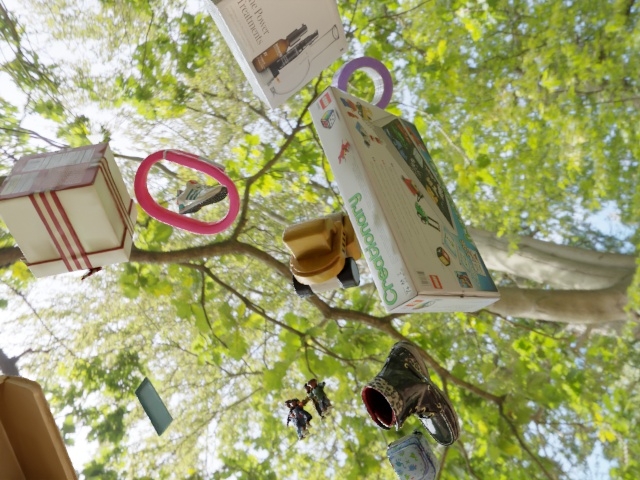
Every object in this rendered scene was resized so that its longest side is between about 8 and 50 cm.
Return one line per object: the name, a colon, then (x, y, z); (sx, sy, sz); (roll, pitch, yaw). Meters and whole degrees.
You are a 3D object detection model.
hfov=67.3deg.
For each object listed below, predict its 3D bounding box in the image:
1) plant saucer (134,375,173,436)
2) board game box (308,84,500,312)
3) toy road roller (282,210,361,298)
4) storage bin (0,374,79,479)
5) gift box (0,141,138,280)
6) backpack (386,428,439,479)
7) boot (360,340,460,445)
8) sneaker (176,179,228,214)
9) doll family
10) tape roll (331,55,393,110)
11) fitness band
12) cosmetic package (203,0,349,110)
plant saucer: (-0.503, 0.499, 1.451); (0.067, 0.192, 0.018); (-54, -39, 2)
board game box: (0.110, -0.052, 0.636); (0.193, 0.053, 0.305); (8, -127, -44)
toy road roller: (0.000, 0.000, 1.492); (0.202, 0.329, 0.240); (-14, -50, 17)
storage bin: (-0.505, 0.365, 0.669); (0.262, 0.123, 0.260); (-41, -57, -62)
gift box: (-0.621, -0.068, 1.190); (0.276, 0.255, 0.258); (-9, -52, -1)
backpack: (0.225, 0.540, 1.166); (0.105, 0.084, 0.114); (-37, -100, 21)
boot: (0.179, 0.341, 0.960); (0.178, 0.085, 0.236); (-27, -93, -54)
sneaker: (-0.292, -0.117, 1.151); (0.057, 0.161, 0.075); (-11, -97, -55)
doll family: (-0.038, 0.435, 1.259); (0.193, 0.111, 0.076); (-45, -31, 14)
tape roll: (0.133, -0.490, 1.552); (0.189, 0.080, 0.189); (-3, -76, -14)
fitness band: (-0.357, -0.128, 1.294); (0.291, 0.054, 0.209); (20, -66, -3)
cosmetic package: (-0.095, -0.546, 1.204); (0.284, 0.097, 0.377); (-41, -25, -3)
